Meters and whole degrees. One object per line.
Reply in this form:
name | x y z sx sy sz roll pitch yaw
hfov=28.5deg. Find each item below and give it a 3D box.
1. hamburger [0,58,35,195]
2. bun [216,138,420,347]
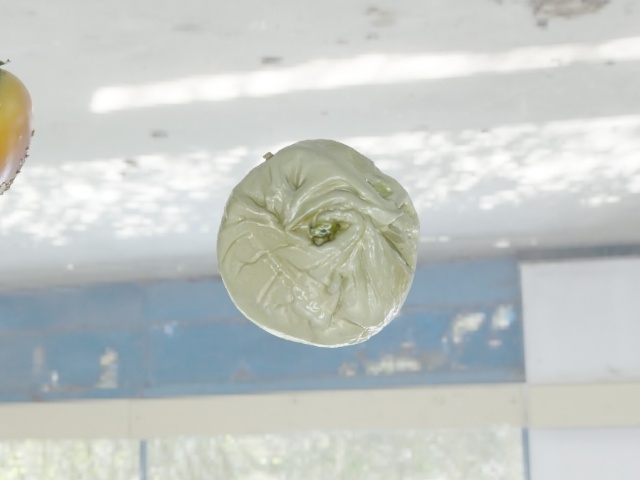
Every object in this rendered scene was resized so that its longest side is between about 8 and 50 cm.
hamburger | -0.460 -0.130 1.605 0.170 0.246 0.246 33 155 -19
bun | 0.000 0.000 1.354 0.229 0.229 0.145 0 171 -4
